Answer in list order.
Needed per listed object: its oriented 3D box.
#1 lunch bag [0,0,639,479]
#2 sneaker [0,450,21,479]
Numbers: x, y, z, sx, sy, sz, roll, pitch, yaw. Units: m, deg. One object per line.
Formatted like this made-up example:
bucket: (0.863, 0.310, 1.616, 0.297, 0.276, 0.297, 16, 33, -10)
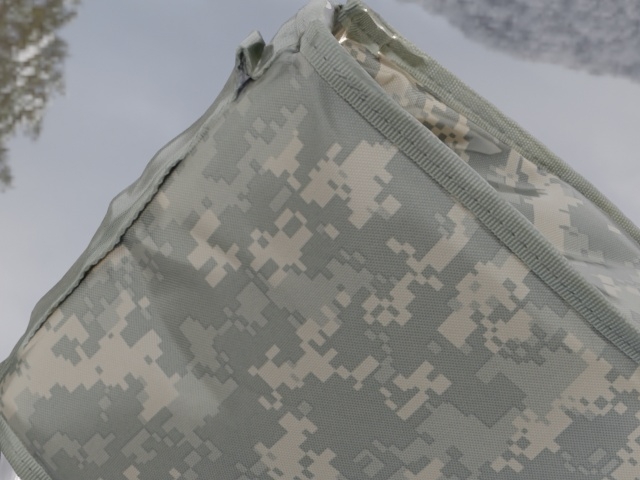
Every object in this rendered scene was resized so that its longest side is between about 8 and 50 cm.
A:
lunch bag: (0.026, 0.059, 0.481, 0.287, 0.235, 0.169, 38, -158, -16)
sneaker: (-0.394, 0.296, 0.949, 0.180, 0.321, 0.125, 18, 170, -39)
